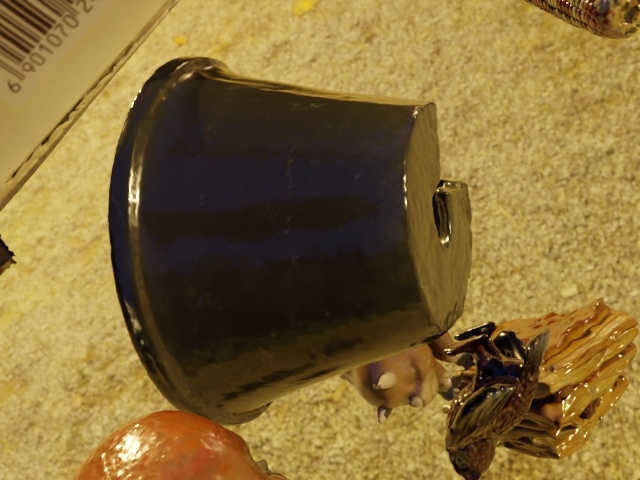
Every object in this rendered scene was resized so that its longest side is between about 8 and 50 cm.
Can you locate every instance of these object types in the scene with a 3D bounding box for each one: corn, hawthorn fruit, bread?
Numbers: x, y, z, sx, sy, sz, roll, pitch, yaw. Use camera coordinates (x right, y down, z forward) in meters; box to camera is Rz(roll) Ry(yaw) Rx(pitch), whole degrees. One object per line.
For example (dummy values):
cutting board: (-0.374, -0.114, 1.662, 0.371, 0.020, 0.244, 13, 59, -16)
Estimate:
corn: (0.323, -0.332, 1.173, 0.086, 0.086, 0.253, -36, 39, -3)
hawthorn fruit: (-0.109, 0.240, 0.597, 0.199, 0.199, 0.251, -3, 32, 33)
bread: (0.355, 0.251, 1.549, 0.314, 0.191, 0.370, -29, 5, -37)

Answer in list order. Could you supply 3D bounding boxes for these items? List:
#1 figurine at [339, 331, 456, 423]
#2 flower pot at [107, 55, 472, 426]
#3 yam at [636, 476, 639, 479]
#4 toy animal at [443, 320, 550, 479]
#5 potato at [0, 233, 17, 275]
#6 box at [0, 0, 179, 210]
figurine: (0.103, 0.169, 1.459, 0.173, 0.177, 0.247, -13, 65, -18)
flower pot: (0.000, 0.000, 0.870, 0.251, 0.379, 0.379, -4, 46, 22)
yam: (0.484, 0.334, 1.171, 0.129, 0.128, 0.238, -5, 16, 37)
toy animal: (0.199, 0.187, 1.017, 0.116, 0.179, 0.218, 1, 11, 16)
potato: (-0.413, -0.006, 0.924, 0.101, 0.172, 0.089, -28, 16, 45)
box: (-0.150, -0.097, 0.354, 0.212, 0.095, 0.168, -44, 39, 16)
